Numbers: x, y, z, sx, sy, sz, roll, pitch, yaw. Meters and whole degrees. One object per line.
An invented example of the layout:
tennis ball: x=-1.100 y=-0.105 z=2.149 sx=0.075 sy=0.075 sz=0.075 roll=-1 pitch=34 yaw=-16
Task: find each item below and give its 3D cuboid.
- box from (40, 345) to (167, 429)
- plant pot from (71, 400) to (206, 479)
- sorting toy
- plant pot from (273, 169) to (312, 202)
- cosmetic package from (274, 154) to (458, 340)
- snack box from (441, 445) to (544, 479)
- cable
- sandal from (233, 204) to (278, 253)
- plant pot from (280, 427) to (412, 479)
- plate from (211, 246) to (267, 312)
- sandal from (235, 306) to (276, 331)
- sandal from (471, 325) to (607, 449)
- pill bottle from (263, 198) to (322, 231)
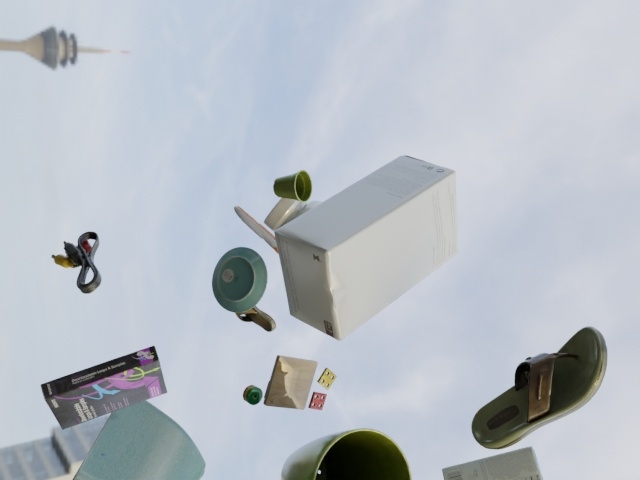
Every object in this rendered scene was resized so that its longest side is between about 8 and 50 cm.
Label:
box: x=-0.309 y=0.215 z=1.063 sx=0.116 sy=0.162 sz=0.029 roll=96 pitch=-27 yaw=-55
plant pot: x=-0.411 y=0.537 z=1.651 sx=0.247 sy=0.252 sz=0.248 roll=-55 pitch=-172 yaw=39
sorting toy: x=-0.079 y=0.367 z=1.912 sx=0.046 sy=0.274 sz=0.132 roll=15 pitch=-91 yaw=51
plant pot: x=-0.075 y=-0.136 z=1.869 sx=0.079 sy=0.083 sz=0.083 roll=-1 pitch=-85 yaw=31
cosmetic package: x=0.106 y=0.005 z=1.490 sx=0.156 sy=0.385 sz=0.217 roll=24 pitch=-48 yaw=42
snack box: x=0.366 y=0.577 z=1.401 sx=0.187 sy=0.060 sz=0.322 roll=-18 pitch=-116 yaw=12
cable: x=-0.647 y=0.064 z=2.042 sx=0.287 sy=0.139 sz=0.072 roll=37 pitch=-30 yaw=44
sandal: x=-0.082 y=-0.008 z=1.692 sx=0.076 sy=0.265 sz=0.102 roll=-48 pitch=-166 yaw=1
plant pot: x=0.029 y=0.595 z=1.800 sx=0.293 sy=0.275 sz=0.274 roll=-19 pitch=-100 yaw=59
plate: x=-0.233 y=0.109 z=2.058 sx=0.188 sy=0.024 sz=0.188 roll=-5 pitch=-101 yaw=27
sandal: x=-0.212 y=0.214 z=2.126 sx=0.180 sy=0.049 sz=0.072 roll=35 pitch=-40 yaw=7
sandal: x=0.379 y=0.264 z=1.297 sx=0.303 sy=0.086 sz=0.120 roll=-44 pitch=-153 yaw=18
pill bottle: x=0.000 y=0.000 z=1.968 sx=0.301 sy=0.169 sz=0.169 roll=39 pitch=-44 yaw=0
